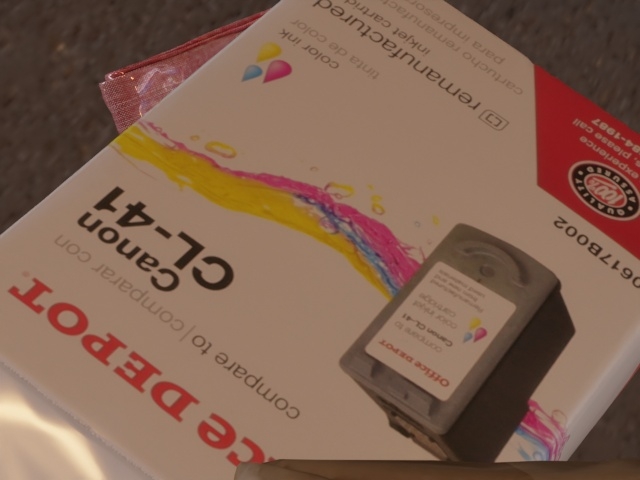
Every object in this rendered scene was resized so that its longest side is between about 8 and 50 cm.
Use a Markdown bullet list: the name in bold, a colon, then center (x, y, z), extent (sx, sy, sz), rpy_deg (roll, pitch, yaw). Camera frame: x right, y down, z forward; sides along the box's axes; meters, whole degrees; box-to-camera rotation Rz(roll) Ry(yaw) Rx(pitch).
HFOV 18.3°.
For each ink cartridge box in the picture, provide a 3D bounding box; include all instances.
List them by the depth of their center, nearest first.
- **ink cartridge box**: center (0.004, 0.039, 0.843), extent (0.226, 0.306, 0.131), rpy_deg (36, 138, 10)

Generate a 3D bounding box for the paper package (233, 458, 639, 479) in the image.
- **paper package**: center (0.092, 0.231, 0.292), extent (0.168, 0.309, 0.325), rpy_deg (-7, 122, -15)

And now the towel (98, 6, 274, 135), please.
- **towel**: center (0.000, 0.000, 1.399), extent (0.037, 0.237, 0.329), rpy_deg (-13, 101, 53)
